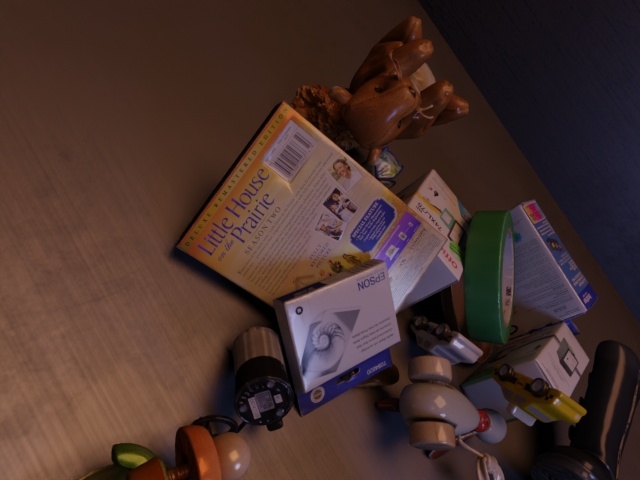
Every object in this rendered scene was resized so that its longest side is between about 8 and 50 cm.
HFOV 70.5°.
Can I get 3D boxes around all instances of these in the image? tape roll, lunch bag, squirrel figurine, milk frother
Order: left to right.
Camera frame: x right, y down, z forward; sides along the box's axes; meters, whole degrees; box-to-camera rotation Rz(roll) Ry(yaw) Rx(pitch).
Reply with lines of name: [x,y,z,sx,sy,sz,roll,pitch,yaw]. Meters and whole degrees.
milk frother: [-0.122,0.222,0.690,0.143,0.129,0.135,1,20,-13]
squirrel figurine: [0.119,-0.309,1.098,0.281,0.397,0.370,59,36,-21]
lunch bag: [0.131,-0.158,1.179,0.096,0.129,0.151,49,39,-4]
tape roll: [0.420,0.087,1.107,0.321,0.077,0.321,-5,96,-60]

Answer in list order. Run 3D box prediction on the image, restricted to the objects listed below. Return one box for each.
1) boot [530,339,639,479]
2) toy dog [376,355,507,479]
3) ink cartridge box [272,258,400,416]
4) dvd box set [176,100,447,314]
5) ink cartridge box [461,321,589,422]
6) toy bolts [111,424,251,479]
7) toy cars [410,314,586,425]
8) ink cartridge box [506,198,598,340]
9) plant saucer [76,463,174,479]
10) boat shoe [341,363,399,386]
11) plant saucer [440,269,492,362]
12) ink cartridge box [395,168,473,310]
boot: [0.675,0.431,1.095,0.445,0.146,0.367,-49,133,-24]
toy dog: [0.241,0.361,0.923,0.333,0.161,0.220,52,43,-24]
ink cartridge box: [0.043,0.171,0.796,0.223,0.045,0.224,-20,105,-31]
dvd box set: [0.000,0.000,0.842,0.420,0.062,0.307,36,87,-20]
ink cartridge box: [0.521,0.334,1.146,0.289,0.211,0.121,-13,71,-50]
toy bolts: [-0.118,0.315,0.479,0.158,0.218,0.228,-3,71,-31]
toy cars: [0.344,0.281,0.971,0.394,0.087,0.176,29,-10,33]
ink cartridge box: [0.592,0.118,1.321,0.151,0.270,0.395,-14,72,-45]
plant saucer: [-0.226,0.382,0.511,0.241,0.037,0.241,25,47,-30]
boat shoe: [0.100,0.267,0.906,0.135,0.045,0.050,14,64,-35]
plant saucer: [0.388,0.165,1.205,0.311,0.050,0.310,23,60,-49]
ink cartridge box: [0.229,-0.003,1.108,0.198,0.197,0.270,49,39,-6]
